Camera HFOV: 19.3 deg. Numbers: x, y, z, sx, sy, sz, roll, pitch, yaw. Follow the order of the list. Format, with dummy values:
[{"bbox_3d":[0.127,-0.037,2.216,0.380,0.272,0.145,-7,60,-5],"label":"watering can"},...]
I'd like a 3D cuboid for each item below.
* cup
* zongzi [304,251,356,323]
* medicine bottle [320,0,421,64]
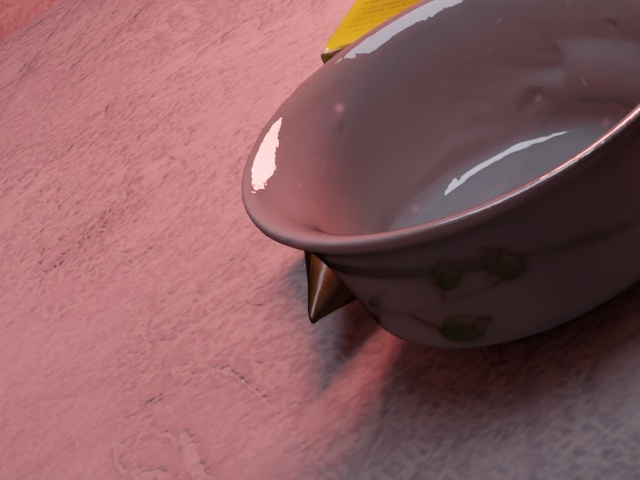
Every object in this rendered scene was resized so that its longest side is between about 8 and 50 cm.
[{"bbox_3d":[0.133,-0.045,1.320,0.347,0.163,0.347,-23,27,12],"label":"cup"},{"bbox_3d":[-0.002,-0.001,1.520,0.205,0.094,0.204,-5,42,53],"label":"zongzi"},{"bbox_3d":[0.120,-0.189,1.681,0.141,0.137,0.250,-16,28,33],"label":"medicine bottle"}]
